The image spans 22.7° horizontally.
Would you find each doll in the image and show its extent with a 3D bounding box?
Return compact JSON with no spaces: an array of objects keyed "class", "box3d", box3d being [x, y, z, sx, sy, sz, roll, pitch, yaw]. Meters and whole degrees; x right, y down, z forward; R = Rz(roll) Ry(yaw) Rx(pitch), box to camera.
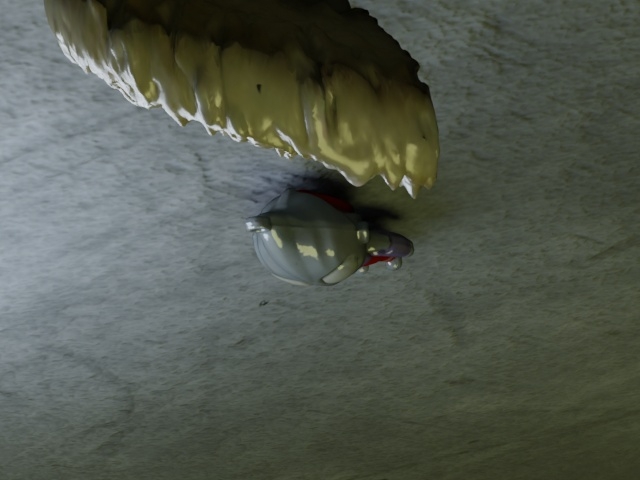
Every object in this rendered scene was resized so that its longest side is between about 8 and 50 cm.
[{"class":"doll","box3d":[0.000,0.000,1.292,0.102,0.075,0.227,-10,169,23]}]

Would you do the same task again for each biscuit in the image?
[{"class":"biscuit","box3d":[-0.058,-0.112,0.841,0.179,0.281,0.084,9,108,-33]}]
